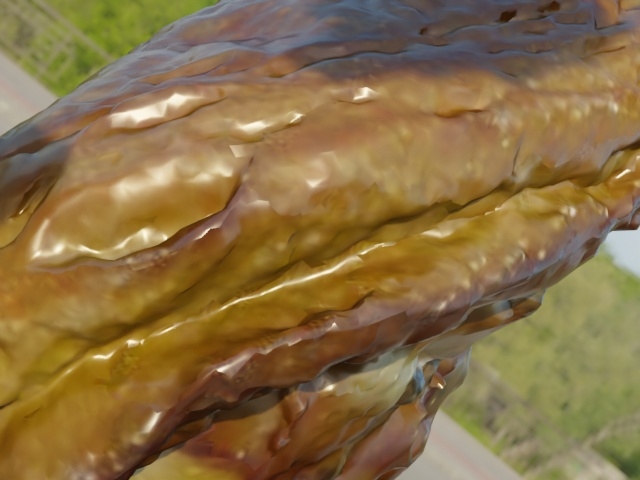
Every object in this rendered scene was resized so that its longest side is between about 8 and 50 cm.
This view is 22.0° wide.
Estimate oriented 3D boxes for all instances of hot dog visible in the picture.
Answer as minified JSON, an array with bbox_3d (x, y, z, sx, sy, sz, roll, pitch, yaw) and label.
[{"bbox_3d":[0.000,0.000,0.589,0.174,0.267,0.387,38,37,7],"label":"hot dog"}]
